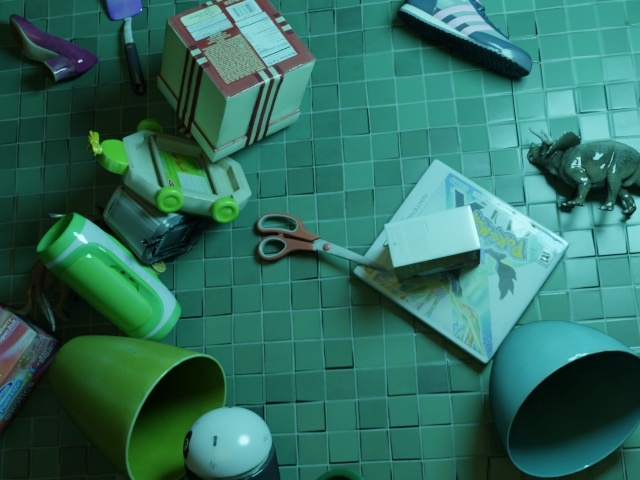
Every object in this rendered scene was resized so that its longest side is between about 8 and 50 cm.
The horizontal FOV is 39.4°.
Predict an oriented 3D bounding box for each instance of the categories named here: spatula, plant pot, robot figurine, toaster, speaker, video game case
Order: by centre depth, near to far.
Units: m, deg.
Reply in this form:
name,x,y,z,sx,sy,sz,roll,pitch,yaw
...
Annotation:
name,x,y,z,sx,sy,sz,roll,pitch,yaw
plant pot,0.425,0.259,1.636,0.290,0.290,0.195,-32,36,0
robot figurine,-0.164,0.446,1.671,0.173,0.278,0.209,-22,30,-27
plant pot,-0.385,0.302,1.754,0.293,0.275,0.275,19,79,30
speaker,-0.419,0.080,1.788,0.131,0.131,0.296,-46,116,-5
video game case,0.283,0.038,1.814,0.329,0.036,0.300,34,83,16
toaster,-0.341,-0.046,1.840,0.146,0.227,0.129,40,118,14
spatula,-0.443,-0.472,2.067,0.084,0.030,0.296,-14,74,6

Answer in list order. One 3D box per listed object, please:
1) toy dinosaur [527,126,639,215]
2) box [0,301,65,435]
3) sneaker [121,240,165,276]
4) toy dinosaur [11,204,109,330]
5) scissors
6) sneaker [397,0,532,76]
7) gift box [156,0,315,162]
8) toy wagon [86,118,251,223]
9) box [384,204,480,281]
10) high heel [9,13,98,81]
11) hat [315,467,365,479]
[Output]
name,x,y,z,sx,sy,sz,roll,pitch,yaw
toy dinosaur,0.563,-0.138,1.775,0.313,0.121,0.160,8,90,15
box,-0.696,0.286,1.847,0.154,0.142,0.300,33,82,16
sneaker,-0.406,0.017,1.912,0.084,0.069,0.185,-40,61,15
toy dinosaur,-0.540,0.047,1.849,0.127,0.296,0.200,22,120,-10
scissors,0.000,0.000,1.858,0.297,0.021,0.109,4,73,19
sneaker,0.327,-0.465,1.902,0.319,0.112,0.131,32,85,14
gift box,-0.183,-0.354,1.853,0.255,0.258,0.276,-24,70,-24
toy wagon,-0.314,-0.148,1.824,0.068,0.344,0.267,-62,34,30
box,0.220,0.008,1.746,0.170,0.130,0.091,-13,73,7
high heel,-0.627,-0.464,2.083,0.117,0.082,0.244,-30,57,-29
hat,0.085,0.555,1.716,0.208,0.183,0.173,7,63,53
